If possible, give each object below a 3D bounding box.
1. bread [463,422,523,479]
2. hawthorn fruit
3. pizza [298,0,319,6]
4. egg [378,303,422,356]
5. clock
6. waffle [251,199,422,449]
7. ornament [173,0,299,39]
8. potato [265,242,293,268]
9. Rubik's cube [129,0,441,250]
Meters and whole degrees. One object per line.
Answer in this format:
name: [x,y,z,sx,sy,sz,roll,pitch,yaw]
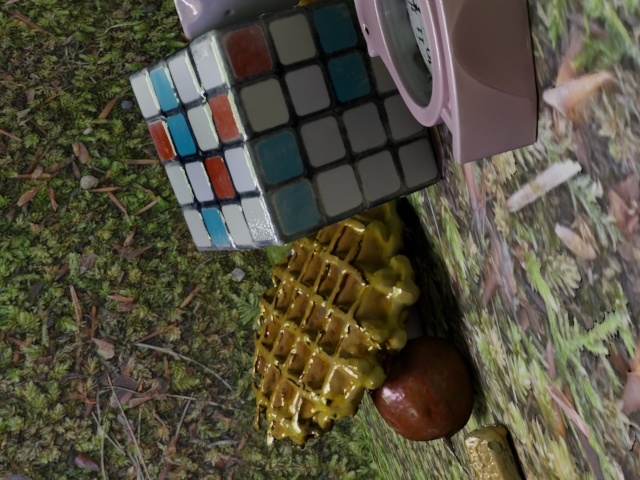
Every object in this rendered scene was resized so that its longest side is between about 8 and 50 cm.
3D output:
bread: [0.233,0.297,1.273,0.072,0.053,0.105,-21,89,60]
hawthorn fruit: [0.147,0.227,1.368,0.149,0.149,0.189,-139,36,-77]
pizza: [-0.077,-0.463,1.477,0.226,0.086,0.335,49,-172,-32]
egg: [0.074,0.154,1.595,0.271,0.196,0.196,-4,105,65]
clock: [0.091,-0.251,0.856,0.275,0.080,0.290,-118,13,-56]
waffle: [0.008,0.110,1.439,0.382,0.095,0.379,-46,35,39]
ornament: [-0.091,-0.416,1.070,0.240,0.240,0.239,80,171,-67]
potato: [-0.003,-0.001,1.748,0.215,0.216,0.304,-115,13,-47]
Rubik's cube: [-0.045,-0.146,1.198,0.253,0.259,0.256,-1,110,59]
